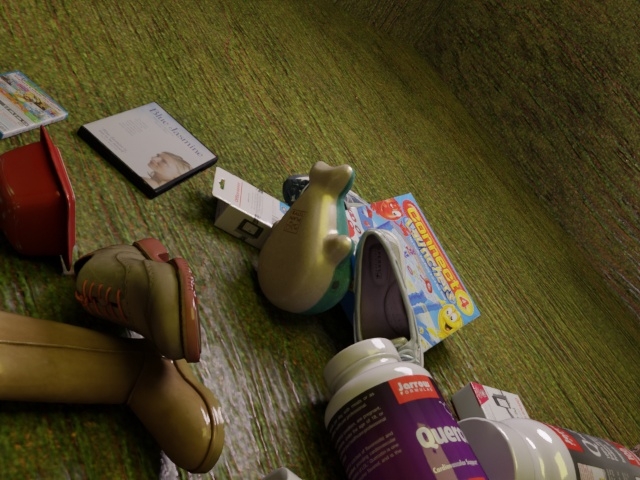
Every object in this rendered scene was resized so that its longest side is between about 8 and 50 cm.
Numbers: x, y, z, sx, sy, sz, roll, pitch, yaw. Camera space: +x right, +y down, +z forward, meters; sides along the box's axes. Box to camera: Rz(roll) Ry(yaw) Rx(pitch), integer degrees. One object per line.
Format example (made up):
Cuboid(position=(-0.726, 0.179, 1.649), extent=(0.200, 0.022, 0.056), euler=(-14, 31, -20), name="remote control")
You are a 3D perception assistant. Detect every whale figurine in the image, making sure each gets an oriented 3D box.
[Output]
Cuboid(position=(0.000, 0.000, 1.238), extent=(0.141, 0.271, 0.216), euler=(23, -6, -38), name="whale figurine")

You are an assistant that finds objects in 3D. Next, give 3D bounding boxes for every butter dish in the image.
Cuboid(position=(-0.405, -0.050, 0.955), extent=(0.118, 0.159, 0.160), euler=(-11, 54, -28), name="butter dish")

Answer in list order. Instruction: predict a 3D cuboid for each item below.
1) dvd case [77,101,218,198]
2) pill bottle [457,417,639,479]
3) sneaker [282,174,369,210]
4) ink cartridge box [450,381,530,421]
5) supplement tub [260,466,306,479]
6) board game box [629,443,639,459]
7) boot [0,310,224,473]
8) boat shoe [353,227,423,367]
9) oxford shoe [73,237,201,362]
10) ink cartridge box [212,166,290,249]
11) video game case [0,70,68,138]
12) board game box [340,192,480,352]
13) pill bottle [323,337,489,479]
Cuboid(position=(-0.319, -0.180, 1.344), extent=(0.180, 0.022, 0.253), euler=(41, 28, 1), name="dvd case")
Cuboid(position=(0.371, 0.410, 1.161), extent=(0.363, 0.210, 0.210), euler=(22, 34, -33), name="pill bottle")
Cuboid(position=(0.013, -0.079, 1.554), extent=(0.283, 0.110, 0.122), euler=(25, 19, -41), name="sneaker")
Cuboid(position=(0.341, 0.348, 1.369), extent=(0.151, 0.063, 0.109), euler=(20, 34, -34), name="ink cartridge box")
Cuboid(position=(0.031, 0.413, 0.703), extent=(0.331, 0.241, 0.241), euler=(40, 28, -4), name="supplement tub")
Cuboid(position=(0.627, 0.497, 1.269), extent=(0.141, 0.291, 0.232), euler=(10, 40, -44), name="board game box")
Cuboid(position=(-0.270, 0.177, 0.816), extent=(0.270, 0.089, 0.236), euler=(17, 15, -40), name="boot")
Cuboid(position=(0.108, 0.137, 1.199), extent=(0.103, 0.118, 0.320), euler=(10, 76, -77), name="boat shoe")
Cuboid(position=(-0.236, 0.080, 0.881), extent=(0.130, 0.122, 0.348), euler=(-6, 11, -24), name="oxford shoe")
Cuboid(position=(-0.140, -0.054, 1.345), extent=(0.180, 0.060, 0.104), euler=(29, 31, -22), name="ink cartridge box")
Cuboid(position=(-0.519, -0.230, 1.174), extent=(0.119, 0.015, 0.166), euler=(41, 28, 0), name="video game case")
Cuboid(position=(0.151, 0.073, 1.402), extent=(0.302, 0.086, 0.308), euler=(-18, 77, -52), name="board game box")
Cuboid(position=(0.121, 0.308, 1.026), extent=(0.182, 0.181, 0.323), euler=(12, 40, -43), name="pill bottle")
